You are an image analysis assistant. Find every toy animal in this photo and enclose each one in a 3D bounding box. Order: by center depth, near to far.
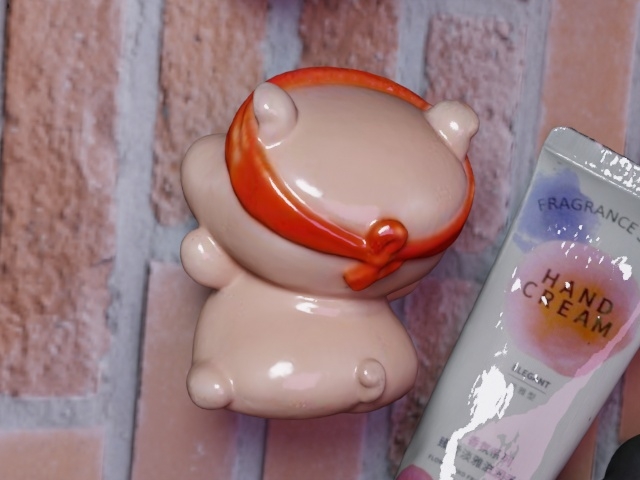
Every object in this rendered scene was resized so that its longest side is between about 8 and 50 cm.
[{"bbox_3d":[0.000,0.000,0.835,0.171,0.171,0.198,8,102,-24],"label":"toy animal"}]

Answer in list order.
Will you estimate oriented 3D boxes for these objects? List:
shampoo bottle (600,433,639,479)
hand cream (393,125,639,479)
[{"bbox_3d":[0.273,0.172,0.999,0.283,0.101,0.101,-7,100,-22],"label":"shampoo bottle"},{"bbox_3d":[0.127,0.098,0.936,0.124,0.078,0.341,28,86,9],"label":"hand cream"}]
